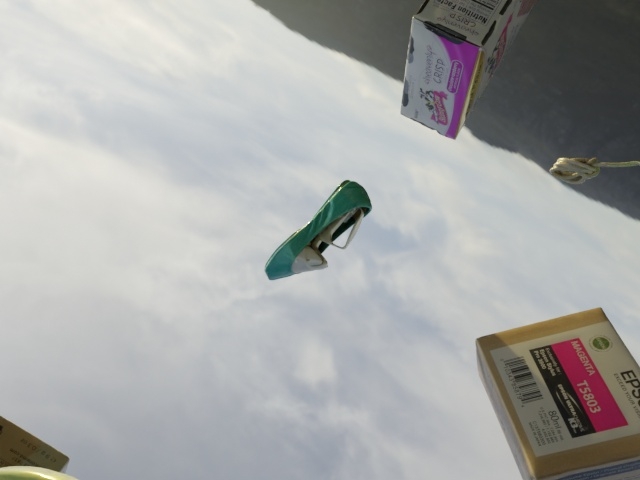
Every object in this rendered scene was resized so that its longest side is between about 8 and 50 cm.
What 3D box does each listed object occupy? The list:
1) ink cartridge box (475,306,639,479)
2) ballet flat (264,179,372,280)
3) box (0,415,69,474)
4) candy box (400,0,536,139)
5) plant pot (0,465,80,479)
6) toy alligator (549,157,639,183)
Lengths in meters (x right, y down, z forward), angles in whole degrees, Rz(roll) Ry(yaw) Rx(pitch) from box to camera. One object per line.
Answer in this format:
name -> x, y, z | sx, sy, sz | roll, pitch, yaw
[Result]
ink cartridge box -> 0.337, 0.218, 0.910 | 0.235, 0.193, 0.088 | -104, -2, -50
ballet flat -> 0.000, 0.000, 1.233 | 0.087, 0.247, 0.083 | 47, -174, 29
box -> -0.385, 0.323, 0.624 | 0.121, 0.148, 0.311 | 32, -143, -1
candy box -> 0.169, -0.240, 0.677 | 0.071, 0.233, 0.159 | 29, 163, 13
plant pot -> -0.198, 0.239, 0.212 | 0.276, 0.276, 0.254 | 47, -162, 25
toy alligator -> 0.228, -0.052, 0.379 | 0.189, 0.051, 0.056 | 11, 162, 40
